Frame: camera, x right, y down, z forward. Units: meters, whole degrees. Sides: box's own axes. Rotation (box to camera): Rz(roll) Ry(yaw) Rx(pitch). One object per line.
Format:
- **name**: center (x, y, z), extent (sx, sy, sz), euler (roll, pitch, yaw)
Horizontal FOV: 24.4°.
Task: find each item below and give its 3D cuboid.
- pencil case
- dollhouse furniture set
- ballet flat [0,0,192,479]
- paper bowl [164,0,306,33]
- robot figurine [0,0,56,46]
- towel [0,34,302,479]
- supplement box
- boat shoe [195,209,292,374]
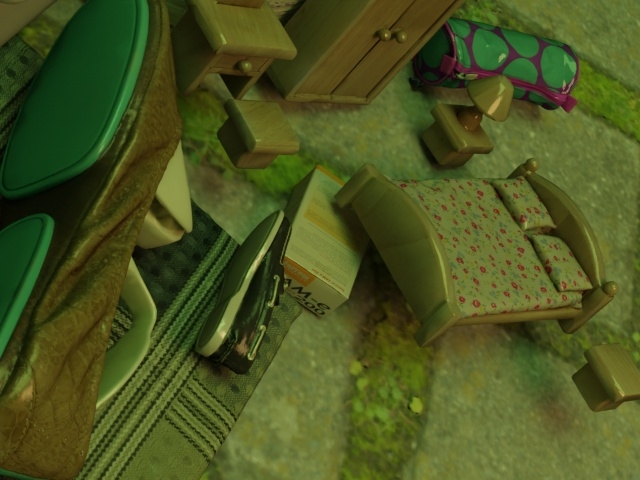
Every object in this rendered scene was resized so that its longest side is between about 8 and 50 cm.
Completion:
- **pencil case**: center (0.153, -0.153, 1.290), extent (0.152, 0.064, 0.070), euler (6, 45, -33)
- **dollhouse furniture set**: center (0.104, -0.054, 1.066), extent (0.303, 0.174, 0.355), euler (-2, 54, -47)
- **ballet flat**: center (-0.140, -0.001, 0.907), extent (0.124, 0.116, 0.342), euler (46, 42, -37)
- **paper bowl**: center (-0.088, -0.300, 1.150), extent (0.284, 0.148, 0.284), euler (18, 56, -28)
- **robot figurine**: center (-0.263, -0.195, 0.900), extent (0.353, 0.300, 0.199), euler (-52, 139, -42)
- **towel**: center (-0.191, 0.046, 0.941), extent (0.312, 0.056, 0.324), euler (44, 45, -10)
- **supplement box**: center (0.000, 0.000, 1.105), extent (0.062, 0.036, 0.098), euler (35, 47, -14)
- **boat shoe**: center (-0.043, 0.034, 0.997), extent (0.038, 0.046, 0.125), euler (36, 49, -17)
